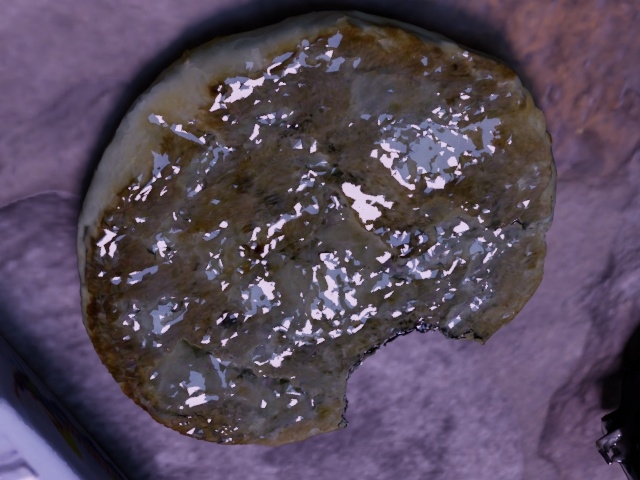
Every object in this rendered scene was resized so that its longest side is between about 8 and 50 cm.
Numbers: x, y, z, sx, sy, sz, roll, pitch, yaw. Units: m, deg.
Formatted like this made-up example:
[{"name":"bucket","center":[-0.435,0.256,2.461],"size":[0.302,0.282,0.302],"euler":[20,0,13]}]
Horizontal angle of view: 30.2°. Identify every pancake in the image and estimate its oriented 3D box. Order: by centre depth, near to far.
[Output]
[{"name":"pancake","center":[0.000,0.000,0.572],"size":[0.253,0.037,0.254],"euler":[-9,128,-12]}]

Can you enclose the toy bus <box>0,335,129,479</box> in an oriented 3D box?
[{"name":"toy bus","center":[-0.148,0.184,0.630],"size":[0.136,0.109,0.330],"euler":[-33,131,-5]}]

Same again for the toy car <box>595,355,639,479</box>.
[{"name":"toy car","center":[0.320,0.113,0.662],"size":[0.301,0.193,0.118],"euler":[-24,150,-2]}]
